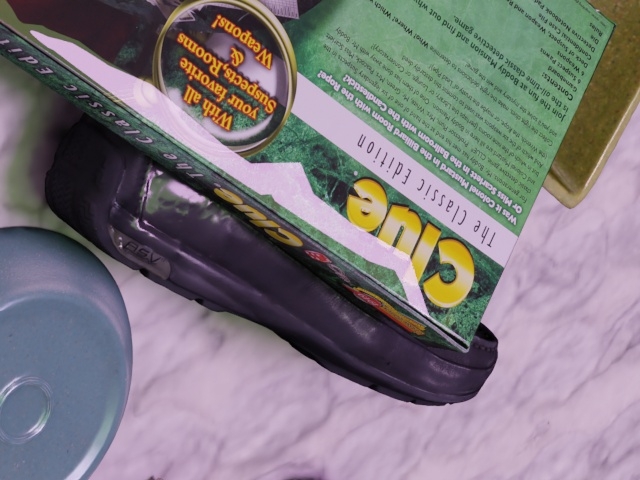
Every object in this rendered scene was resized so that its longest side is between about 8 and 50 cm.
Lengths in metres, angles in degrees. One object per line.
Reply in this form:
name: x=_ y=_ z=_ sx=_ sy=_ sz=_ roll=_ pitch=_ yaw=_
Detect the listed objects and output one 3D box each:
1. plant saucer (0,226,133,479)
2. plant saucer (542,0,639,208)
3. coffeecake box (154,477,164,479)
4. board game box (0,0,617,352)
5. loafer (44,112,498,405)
plant saucer: x=-0.107 y=0.055 z=0.657 sx=0.119 sy=0.021 sz=0.119 roll=-20 pitch=120 yaw=-38
plant saucer: x=0.086 y=-0.134 z=0.747 sx=0.188 sy=0.045 sz=0.188 roll=36 pitch=82 yaw=-47
coffeecake box: x=-0.075 y=0.182 z=0.655 sx=0.185 sy=0.142 sz=0.068 roll=-34 pitch=129 yaw=-29
board game box: x=-0.019 y=-0.083 z=0.613 sx=0.260 sy=0.030 sz=0.136 roll=36 pitch=70 yaw=-30
loafer: x=0.000 y=0.000 z=0.698 sx=0.223 sy=0.076 sz=0.078 roll=30 pitch=93 yaw=-44
